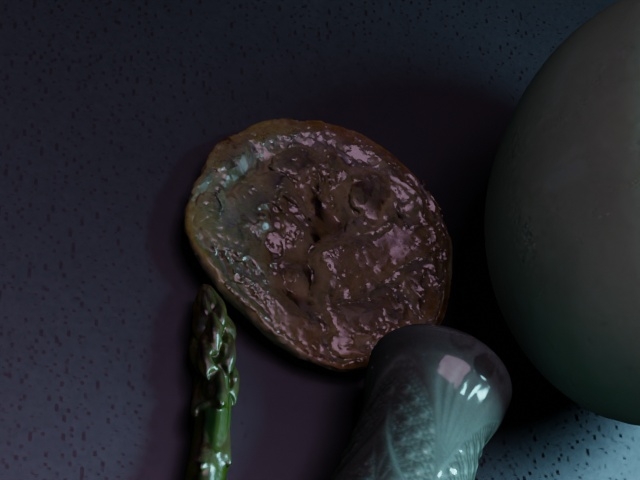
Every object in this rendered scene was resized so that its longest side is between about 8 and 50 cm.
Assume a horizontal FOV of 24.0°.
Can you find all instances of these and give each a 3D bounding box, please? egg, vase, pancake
[{"bbox_3d":[0.194,-0.024,0.814,0.203,0.203,0.282,30,46,-6],"label":"egg"},{"bbox_3d":[0.029,0.138,0.697,0.096,0.096,0.219,30,47,-5],"label":"vase"},{"bbox_3d":[0.000,0.000,0.816,0.158,0.028,0.158,11,56,-17],"label":"pancake"}]

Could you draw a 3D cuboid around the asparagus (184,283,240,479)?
[{"bbox_3d":[-0.061,0.120,0.702,0.034,0.027,0.236,12,53,-4],"label":"asparagus"}]
